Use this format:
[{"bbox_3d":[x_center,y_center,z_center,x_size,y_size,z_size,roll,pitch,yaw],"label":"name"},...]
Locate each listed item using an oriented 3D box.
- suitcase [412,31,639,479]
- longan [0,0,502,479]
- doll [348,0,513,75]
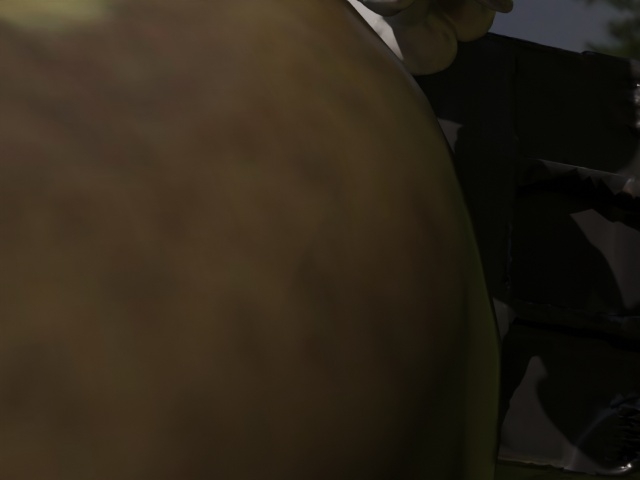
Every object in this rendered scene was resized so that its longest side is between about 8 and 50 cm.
[{"bbox_3d":[0.000,0.000,1.089,0.194,0.434,0.283,145,133,-64],"label":"suitcase"},{"bbox_3d":[-0.120,0.075,0.664,0.404,0.336,0.404,-21,-54,-32],"label":"longan"},{"bbox_3d":[0.061,-0.199,0.841,0.208,0.144,0.271,-49,-15,-4],"label":"doll"}]
